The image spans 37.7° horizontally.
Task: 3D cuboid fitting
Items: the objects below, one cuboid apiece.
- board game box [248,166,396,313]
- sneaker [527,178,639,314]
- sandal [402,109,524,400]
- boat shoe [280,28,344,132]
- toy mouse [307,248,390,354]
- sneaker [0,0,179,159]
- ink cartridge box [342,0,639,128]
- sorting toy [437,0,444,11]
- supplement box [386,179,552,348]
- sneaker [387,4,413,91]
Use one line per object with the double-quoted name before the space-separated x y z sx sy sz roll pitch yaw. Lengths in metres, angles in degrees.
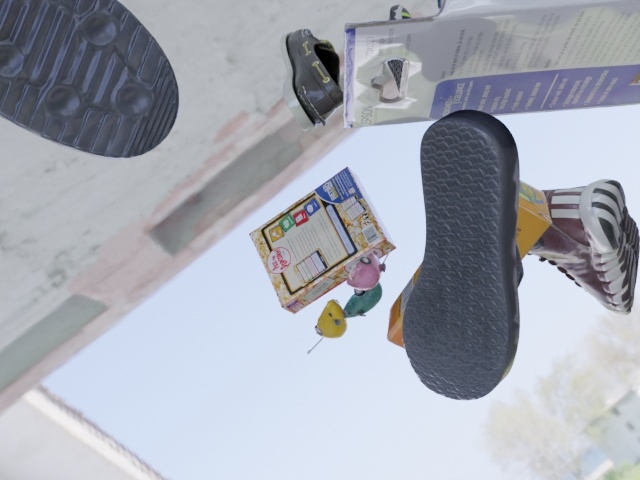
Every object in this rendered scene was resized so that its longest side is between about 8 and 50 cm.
"board game box" 0.000 0.000 1.445 0.193 0.147 0.045 -33 -30 13
"sneaker" 0.317 0.004 1.213 0.281 0.162 0.106 53 -132 -51
"sandal" 0.122 0.020 0.734 0.054 0.097 0.254 -31 -46 -44
"boat shoe" -0.005 -0.218 1.209 0.069 0.227 0.081 -28 -57 15
"toy mouse" 0.051 0.060 1.116 0.143 0.031 0.161 -41 -20 -33
"sneaker" -0.235 -0.152 0.652 0.112 0.319 0.131 -59 0 -6
"ink cartridge box" 0.198 -0.150 0.670 0.371 0.069 0.176 -7 -15 -1
"sorting toy" 0.175 -0.397 1.338 0.132 0.046 0.274 -46 -42 -63
"supplement box" 0.167 0.031 1.081 0.233 0.078 0.080 -57 8 29
"sneaker" 0.170 -0.305 1.570 0.097 0.234 0.084 -4 -38 -8
